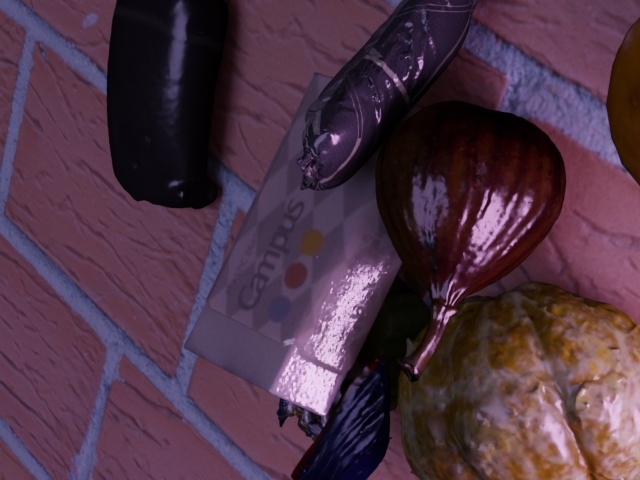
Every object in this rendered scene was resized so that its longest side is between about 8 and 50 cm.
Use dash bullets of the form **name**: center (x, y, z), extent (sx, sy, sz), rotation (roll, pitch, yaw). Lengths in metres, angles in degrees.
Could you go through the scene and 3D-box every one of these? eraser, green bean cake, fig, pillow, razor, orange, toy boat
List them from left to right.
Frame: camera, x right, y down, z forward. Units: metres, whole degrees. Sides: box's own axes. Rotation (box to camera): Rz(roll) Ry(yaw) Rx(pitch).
- **razor**: center (-0.232, -0.221, 1.964), extent (0.204, 0.113, 0.349), rotation (22, 114, 39)
- **eraser**: center (0.000, -0.001, 1.659), extent (0.213, 0.082, 0.397), rotation (23, 85, 41)
- **toy boat**: center (0.003, 0.167, 1.690), extent (0.219, 0.072, 0.318), rotation (-31, 66, 41)
- **green bean cake**: center (0.028, 0.116, 1.763), extent (0.214, 0.113, 0.200), rotation (37, 124, 34)
- **pillow**: center (0.082, -0.196, 1.540), extent (0.092, 0.335, 0.161), rotation (40, 168, 4)
- **fig**: center (0.151, 0.010, 1.492), extent (0.217, 0.217, 0.321), rotation (-5, 66, 47)
- **orange**: center (0.216, 0.194, 1.522), extent (0.369, 0.210, 0.271), rotation (-20, 86, 49)

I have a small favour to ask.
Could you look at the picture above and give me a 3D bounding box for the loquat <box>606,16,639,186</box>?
- **loquat**: center (0.387, -0.134, 1.252), extent (0.235, 0.235, 0.235), rotation (13, 108, 44)
